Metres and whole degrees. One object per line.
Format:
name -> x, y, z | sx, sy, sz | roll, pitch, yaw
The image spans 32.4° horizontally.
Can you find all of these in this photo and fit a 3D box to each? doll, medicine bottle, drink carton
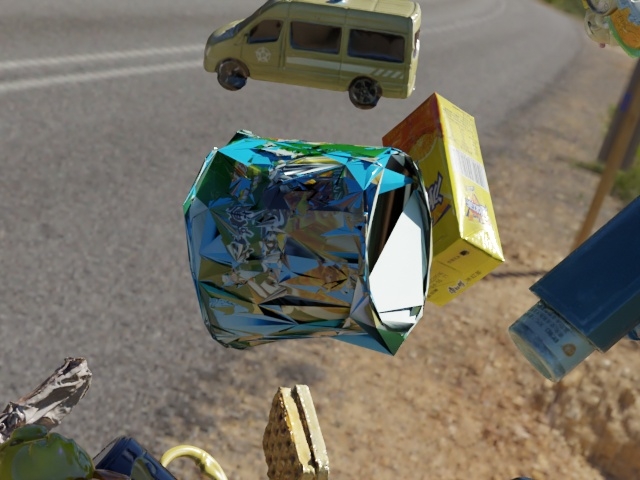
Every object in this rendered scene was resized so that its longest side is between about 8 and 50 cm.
doll -> -0.293, 0.256, 1.122 | 0.143, 0.135, 0.221 | -1, -8, -36
medicine bottle -> 0.268, 0.007, 0.931 | 0.079, 0.258, 0.124 | 46, -4, 46
drink carton -> 0.204, -0.074, 1.898 | 0.111, 0.154, 0.351 | 26, 41, -31

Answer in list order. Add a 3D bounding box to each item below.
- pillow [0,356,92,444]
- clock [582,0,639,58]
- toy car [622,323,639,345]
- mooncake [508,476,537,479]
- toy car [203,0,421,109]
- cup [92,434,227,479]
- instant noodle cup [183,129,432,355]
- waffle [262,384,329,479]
pillow -> -0.416, 0.258, 1.529 | 0.049, 0.135, 0.248 | 41, 62, 15
clock -> 0.445, -0.387, 1.678 | 0.103, 0.231, 0.144 | -14, 0, -21
toy car -> 0.486, 0.092, 1.419 | 0.198, 0.166, 0.314 | -16, 14, -18
mooncake -> 0.250, 0.390, 1.386 | 0.175, 0.168, 0.104 | 36, 2, -4
toy car -> -0.009, -0.238, 1.303 | 0.256, 0.124, 0.101 | 9, 27, 6
cup -> -0.267, 0.435, 1.755 | 0.256, 0.178, 0.255 | 46, 10, -4
instant noodle cup -> 0.000, 0.000, 1.102 | 0.178, 0.240, 0.240 | 0, 4, 25
waffle -> -0.029, 0.248, 1.264 | 0.042, 0.102, 0.148 | 5, 31, -17
